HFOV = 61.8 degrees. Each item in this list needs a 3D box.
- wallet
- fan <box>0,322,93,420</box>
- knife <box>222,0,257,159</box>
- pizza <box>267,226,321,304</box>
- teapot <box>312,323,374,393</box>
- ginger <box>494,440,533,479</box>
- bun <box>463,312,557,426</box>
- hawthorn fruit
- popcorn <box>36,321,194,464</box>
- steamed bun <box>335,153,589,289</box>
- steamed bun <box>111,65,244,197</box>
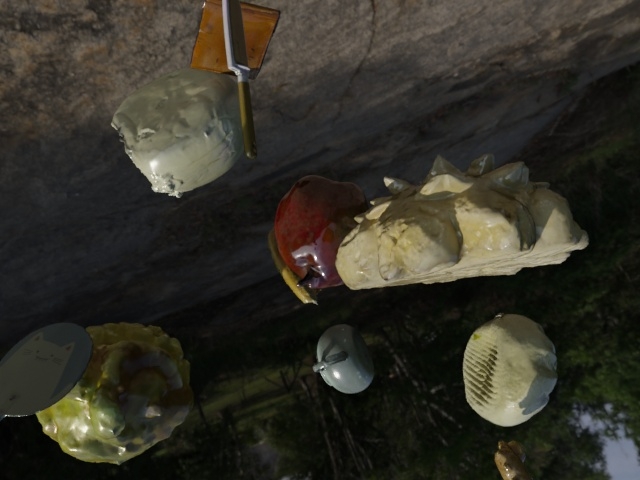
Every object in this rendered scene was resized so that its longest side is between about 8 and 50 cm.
[{"bbox_3d":[-0.189,-0.437,1.153,0.161,0.042,0.195,4,151,-20],"label":"wallet"},{"bbox_3d":[-0.310,0.156,0.549,0.113,0.175,0.005,11,140,26],"label":"fan"},{"bbox_3d":[-0.109,-0.238,0.727,0.022,0.255,0.046,-7,179,26],"label":"knife"},{"bbox_3d":[-0.056,0.071,1.318,0.058,0.292,0.197,-41,136,10],"label":"pizza"},{"bbox_3d":[0.063,0.331,1.485,0.130,0.193,0.294,-28,162,16],"label":"teapot"},{"bbox_3d":[0.368,0.473,0.978,0.053,0.176,0.193,-28,170,27],"label":"ginger"},{"bbox_3d":[0.435,0.295,1.204,0.160,0.259,0.259,10,164,-6],"label":"bun"},{"bbox_3d":[0.000,0.000,1.051,0.208,0.248,0.208,11,145,8],"label":"hawthorn fruit"},{"bbox_3d":[-0.428,0.311,1.103,0.336,0.274,0.279,-20,138,-49],"label":"popcorn"},{"bbox_3d":[0.153,-0.017,0.646,0.296,0.137,0.292,-3,168,-38],"label":"steamed bun"},{"bbox_3d":[-0.313,-0.257,1.301,0.312,0.333,0.233,-28,138,-3],"label":"steamed bun"}]
